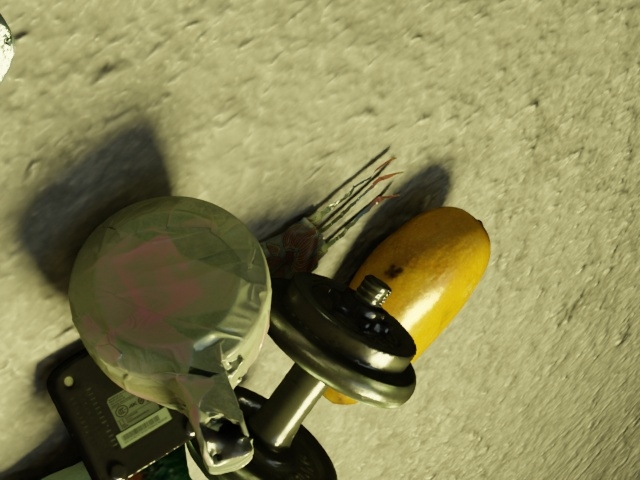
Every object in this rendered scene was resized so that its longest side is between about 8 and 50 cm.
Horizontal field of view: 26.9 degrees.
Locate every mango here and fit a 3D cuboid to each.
[{"bbox_3d":[0.086,0.069,1.497,0.262,0.109,0.157,-46,160,0],"label":"mango"}]

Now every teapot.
[{"bbox_3d":[-0.101,0.084,1.144,0.163,0.221,0.178,-44,162,-16],"label":"teapot"}]

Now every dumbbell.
[{"bbox_3d":[-0.023,0.156,1.344,0.290,0.192,0.192,-55,151,14],"label":"dumbbell"}]

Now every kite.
[{"bbox_3d":[-0.002,-0.002,1.390,0.229,0.016,0.127,-37,150,-18],"label":"kite"}]

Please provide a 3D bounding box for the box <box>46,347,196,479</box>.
[{"bbox_3d":[-0.176,0.148,1.221,0.126,0.125,0.027,-29,-173,-35],"label":"box"}]

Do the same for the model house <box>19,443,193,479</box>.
[{"bbox_3d":[-0.240,0.327,1.295,0.291,0.184,0.253,-20,146,-22],"label":"model house"}]

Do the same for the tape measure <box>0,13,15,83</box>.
[{"bbox_3d":[-0.248,-0.125,0.871,0.094,0.054,0.091,-10,137,-47],"label":"tape measure"}]
